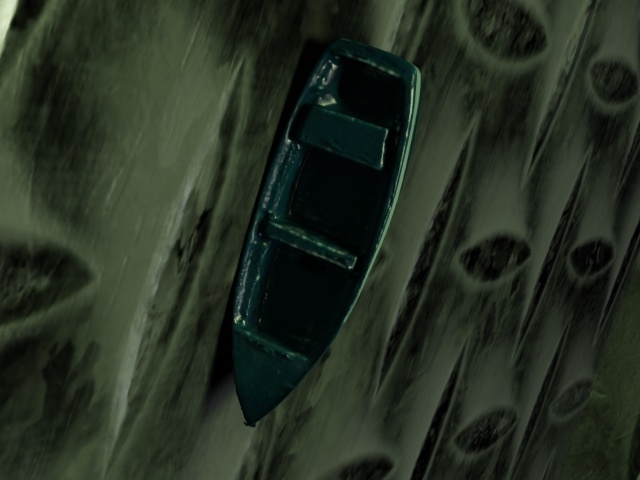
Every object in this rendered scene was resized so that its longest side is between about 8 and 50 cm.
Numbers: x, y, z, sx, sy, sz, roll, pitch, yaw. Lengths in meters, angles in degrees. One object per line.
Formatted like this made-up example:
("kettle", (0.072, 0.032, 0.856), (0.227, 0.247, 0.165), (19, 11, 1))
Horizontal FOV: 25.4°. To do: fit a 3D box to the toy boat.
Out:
("toy boat", (0.000, 0.000, 1.047), (0.062, 0.096, 0.299), (-25, 136, -71))
